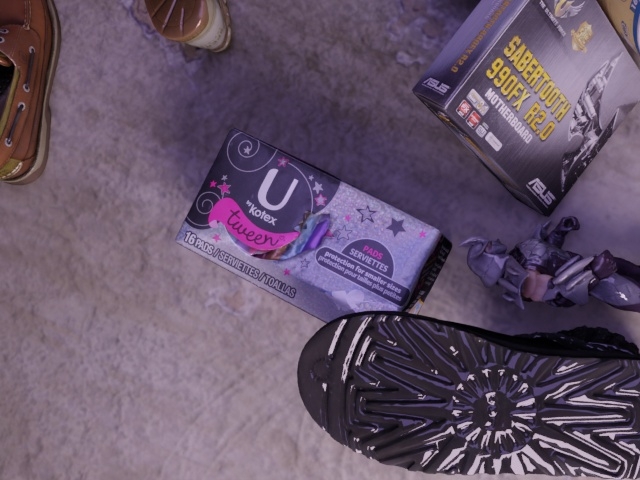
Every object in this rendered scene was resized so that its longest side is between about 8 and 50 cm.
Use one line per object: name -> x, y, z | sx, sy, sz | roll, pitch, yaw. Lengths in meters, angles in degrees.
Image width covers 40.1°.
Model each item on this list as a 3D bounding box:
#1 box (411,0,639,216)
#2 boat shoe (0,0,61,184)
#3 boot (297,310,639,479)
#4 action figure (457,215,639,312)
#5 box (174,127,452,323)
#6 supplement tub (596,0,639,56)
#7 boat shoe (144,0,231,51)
box -> 0.223, -0.154, 0.895 | 0.183, 0.231, 0.056 | -51, 43, 2
boat shoe -> -0.397, -0.227, 1.097 | 0.111, 0.104, 0.307 | -9, 81, 11
boot -> 0.164, 0.139, 0.848 | 0.348, 0.260, 0.131 | 10, 93, 8
action figure -> 0.278, 0.034, 0.893 | 0.285, 0.185, 0.099 | 12, 113, -1
box -> 0.000, 0.000, 0.951 | 0.247, 0.163, 0.142 | 26, 91, 14
supplement tub -> 0.354, -0.260, 0.879 | 0.144, 0.144, 0.199 | -24, 39, 8
boat shoe -> -0.182, -0.364, 1.087 | 0.105, 0.089, 0.285 | -20, 75, 25
